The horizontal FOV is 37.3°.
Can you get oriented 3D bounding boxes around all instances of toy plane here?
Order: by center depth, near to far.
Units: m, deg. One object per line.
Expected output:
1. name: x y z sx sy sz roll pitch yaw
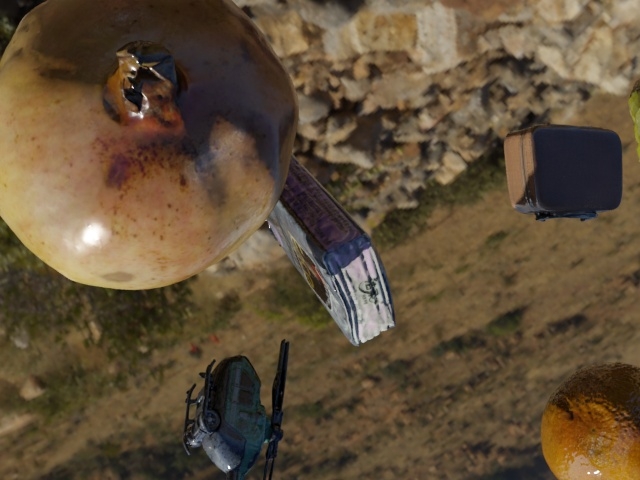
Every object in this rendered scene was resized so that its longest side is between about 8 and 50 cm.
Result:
1. toy plane: -0.127 0.316 1.462 0.155 0.381 0.106 16 139 -18

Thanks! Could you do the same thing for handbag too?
1. handbag: 0.379 -0.104 1.474 0.193 0.151 0.072 2 175 -31

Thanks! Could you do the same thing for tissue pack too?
1. tissue pack: 0.000 0.000 1.793 0.122 0.361 0.259 -29 133 -8

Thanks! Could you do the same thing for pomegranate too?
1. pomegranate: -0.180 -0.115 0.972 0.338 0.338 0.338 -26 151 -16

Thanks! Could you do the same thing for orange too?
1. orange: 0.510 0.337 1.637 0.264 0.264 0.264 -26 151 -16

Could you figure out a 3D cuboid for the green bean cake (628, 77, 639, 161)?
1. green bean cake: 0.667 -0.185 1.656 0.233 0.236 0.124 -5 -154 31
